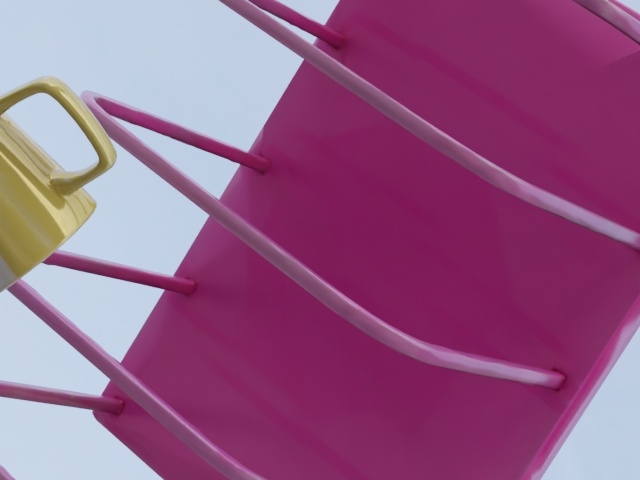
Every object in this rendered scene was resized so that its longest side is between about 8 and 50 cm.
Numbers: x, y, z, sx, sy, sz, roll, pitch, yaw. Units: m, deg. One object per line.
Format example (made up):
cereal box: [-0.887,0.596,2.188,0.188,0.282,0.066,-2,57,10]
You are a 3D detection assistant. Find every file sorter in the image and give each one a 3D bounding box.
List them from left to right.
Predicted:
file sorter: [0.000,0.000,0.779,0.202,0.182,0.291,37,-80,30]

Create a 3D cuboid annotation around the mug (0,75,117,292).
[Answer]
mug: [-0.114,-0.023,0.657,0.064,0.078,0.062,54,-8,-12]
